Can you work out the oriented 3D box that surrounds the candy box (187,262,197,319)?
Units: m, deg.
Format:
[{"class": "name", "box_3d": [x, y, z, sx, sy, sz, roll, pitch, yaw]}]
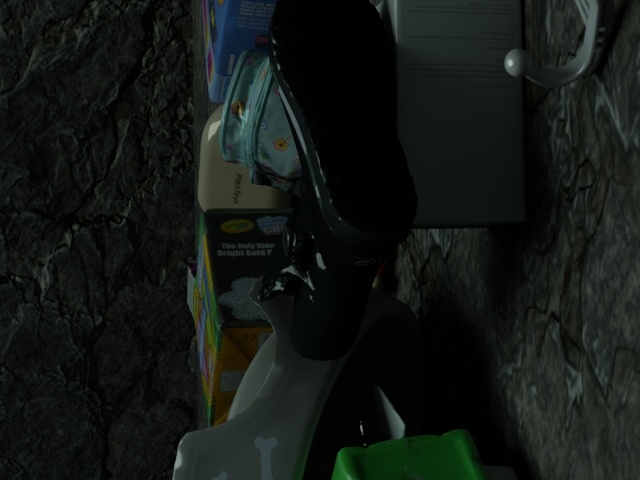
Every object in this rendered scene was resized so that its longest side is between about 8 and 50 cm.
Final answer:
[{"class": "candy box", "box_3d": [-0.105, 0.087, 1.946, 0.233, 0.159, 0.071, -133, 43, -72]}]

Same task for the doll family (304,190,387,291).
[{"class": "doll family", "box_3d": [0.000, 0.000, 1.511, 0.263, 0.118, 0.163, -113, 27, -67]}]

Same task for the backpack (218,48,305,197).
[{"class": "backpack", "box_3d": [-0.043, -0.156, 1.601, 0.188, 0.144, 0.166, 122, 166, -75]}]

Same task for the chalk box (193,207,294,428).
[{"class": "chalk box", "box_3d": [-0.065, 0.076, 1.698, 0.289, 0.180, 0.179, -103, 17, -51]}]

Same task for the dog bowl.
[{"class": "dog bowl", "box_3d": [-0.005, 0.193, 1.201, 0.349, 0.102, 0.349, -40, -44, -54]}]

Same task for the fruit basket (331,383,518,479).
[{"class": "fruit basket", "box_3d": [0.104, 0.338, 1.045, 0.327, 0.165, 0.353, -110, 7, -60]}]

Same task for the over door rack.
[{"class": "over door rack", "box_3d": [0.141, -0.293, 0.832, 0.324, 0.108, 0.240, 103, 162, -49]}]

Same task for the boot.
[{"class": "boot", "box_3d": [-0.003, -0.051, 1.048, 0.207, 0.094, 0.247, 115, 146, -56]}]

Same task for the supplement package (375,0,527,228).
[{"class": "supplement package", "box_3d": [0.097, -0.100, 1.063, 0.105, 0.105, 0.179, 170, 100, -78]}]

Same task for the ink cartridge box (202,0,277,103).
[{"class": "ink cartridge box", "box_3d": [-0.066, -0.399, 1.763, 0.395, 0.151, 0.270, 111, 155, -58]}]

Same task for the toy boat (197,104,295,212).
[{"class": "toy boat", "box_3d": [-0.093, -0.129, 2.001, 0.151, 0.151, 0.231, -61, -13, -45]}]
